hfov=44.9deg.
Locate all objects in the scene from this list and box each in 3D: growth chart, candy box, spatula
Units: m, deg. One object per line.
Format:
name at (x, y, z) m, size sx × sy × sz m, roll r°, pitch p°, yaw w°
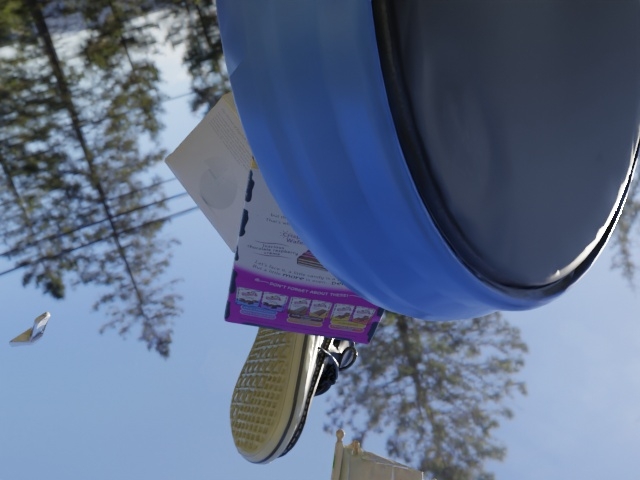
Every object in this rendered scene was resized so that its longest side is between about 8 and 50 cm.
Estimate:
growth chart at (0.109, 0.435, 1.283) m, size 0.021 × 0.237 × 0.172 m, roll -39°, pitch -152°, yaw 48°
candy box at (0.000, 0.000, 0.743) m, size 0.159 × 0.233 × 0.071 m, roll 10°, pitch -130°, yaw -7°
spatula at (-0.372, 0.132, 0.876) m, size 0.168 × 0.019 × 0.242 m, roll -35°, pitch -179°, yaw -26°

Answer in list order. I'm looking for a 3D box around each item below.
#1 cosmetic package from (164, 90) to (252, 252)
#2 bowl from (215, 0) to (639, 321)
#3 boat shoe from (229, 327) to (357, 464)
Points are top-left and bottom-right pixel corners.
cosmetic package at (-0.129, -0.137, 1.429) m, size 0.225 × 0.224 × 0.138 m, roll -35°, pitch -178°, yaw 45°
bowl at (0.105, -0.145, 0.458) m, size 0.077 × 0.391 × 0.391 m, roll 4°, pitch -153°, yaw 40°
boat shoe at (-0.026, 0.187, 1.289) m, size 0.187 × 0.156 × 0.500 m, roll -46°, pitch -167°, yaw 23°
